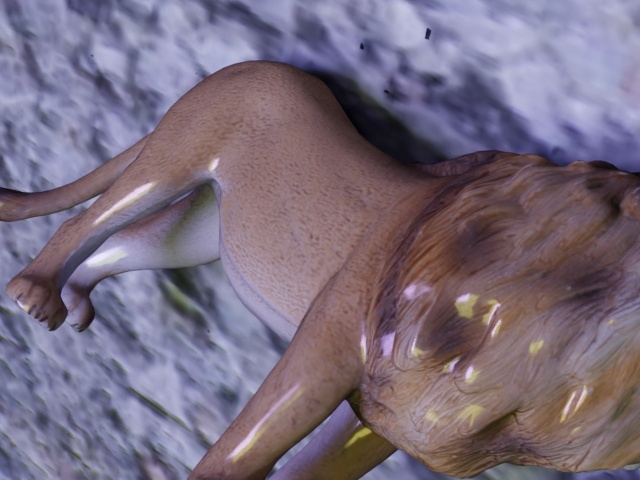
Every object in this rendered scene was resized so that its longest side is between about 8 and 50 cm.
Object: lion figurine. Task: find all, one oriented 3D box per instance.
[{"bbox_3d":[0.000,0.000,0.789,0.240,0.142,0.392,-47,54,-3],"label":"lion figurine"}]
